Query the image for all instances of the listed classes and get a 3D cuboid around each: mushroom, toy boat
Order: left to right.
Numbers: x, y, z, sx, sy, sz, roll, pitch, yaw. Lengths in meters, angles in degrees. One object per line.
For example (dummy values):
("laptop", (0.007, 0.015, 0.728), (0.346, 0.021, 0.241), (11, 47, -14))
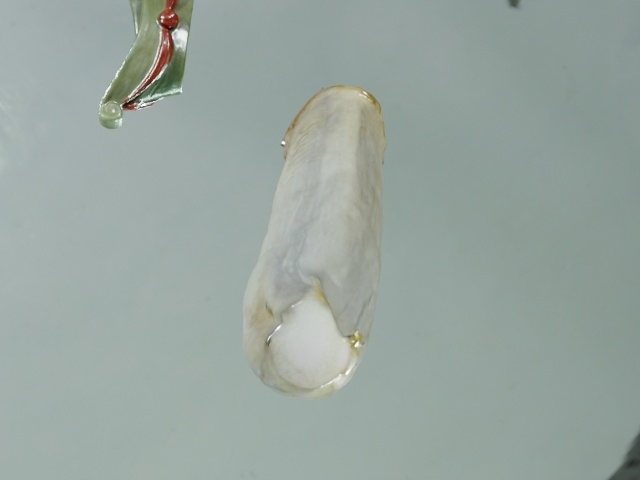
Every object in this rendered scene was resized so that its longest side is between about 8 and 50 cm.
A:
("toy boat", (-0.155, -0.183, 1.181), (0.071, 0.185, 0.089), (8, 156, -7))
("mushroom", (0.000, 0.000, 0.940), (0.095, 0.351, 0.122), (10, 122, -2))
